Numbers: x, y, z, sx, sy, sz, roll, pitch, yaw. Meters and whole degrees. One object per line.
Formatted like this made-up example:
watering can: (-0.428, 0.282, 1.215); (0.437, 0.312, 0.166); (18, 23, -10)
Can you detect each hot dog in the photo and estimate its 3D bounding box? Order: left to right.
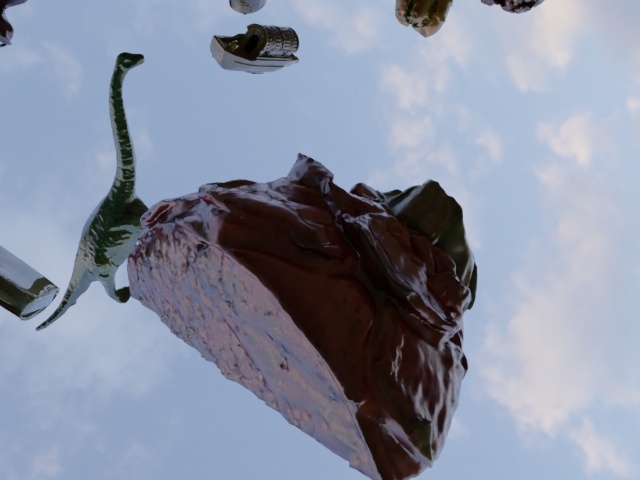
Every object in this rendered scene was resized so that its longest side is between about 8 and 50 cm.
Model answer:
hot dog: (0.188, -0.477, 1.361); (0.115, 0.072, 0.269); (13, -95, -18)

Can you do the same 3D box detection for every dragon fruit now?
dragon fruit: (0.000, 0.000, 0.599); (0.205, 0.317, 0.152); (-33, -50, -31)

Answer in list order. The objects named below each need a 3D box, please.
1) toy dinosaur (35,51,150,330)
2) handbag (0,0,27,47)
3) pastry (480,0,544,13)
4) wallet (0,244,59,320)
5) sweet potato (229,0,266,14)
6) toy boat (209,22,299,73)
toy dinosaur: (-0.329, -0.036, 1.168); (0.301, 0.447, 0.087); (40, -169, -51)
handbag: (-0.407, -0.258, 0.750); (0.216, 0.203, 0.074); (17, -94, 21)
pastry: (0.247, -0.343, 0.896); (0.097, 0.208, 0.115); (19, -131, -7)
wallet: (-0.353, 0.024, 0.844); (0.155, 0.110, 0.039); (37, -89, -6)
sweet potato: (-0.141, -0.476, 1.217); (0.112, 0.085, 0.286); (-74, -27, -52)
toy boat: (-0.109, -0.339, 1.421); (0.068, 0.088, 0.226); (54, -150, 12)
